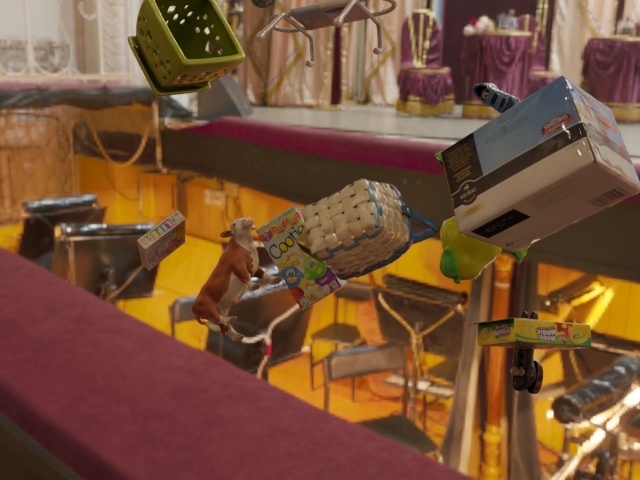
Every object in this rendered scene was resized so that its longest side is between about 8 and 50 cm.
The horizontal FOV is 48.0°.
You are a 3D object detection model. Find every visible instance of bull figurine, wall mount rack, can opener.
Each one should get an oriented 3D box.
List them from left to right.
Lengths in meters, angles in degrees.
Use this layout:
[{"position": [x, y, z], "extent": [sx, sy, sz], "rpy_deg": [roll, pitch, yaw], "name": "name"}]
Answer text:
[{"position": [-0.211, 0.096, 1.790], "extent": [0.101, 0.310, 0.188], "rpy_deg": [12, 23, -48], "name": "bull figurine"}, {"position": [0.006, -0.527, 1.780], "extent": [0.350, 0.130, 0.304], "rpy_deg": [-4, -5, 25], "name": "wall mount rack"}, {"position": [0.458, 0.247, 1.605], "extent": [0.059, 0.186, 0.073], "rpy_deg": [-12, -26, 40], "name": "can opener"}]

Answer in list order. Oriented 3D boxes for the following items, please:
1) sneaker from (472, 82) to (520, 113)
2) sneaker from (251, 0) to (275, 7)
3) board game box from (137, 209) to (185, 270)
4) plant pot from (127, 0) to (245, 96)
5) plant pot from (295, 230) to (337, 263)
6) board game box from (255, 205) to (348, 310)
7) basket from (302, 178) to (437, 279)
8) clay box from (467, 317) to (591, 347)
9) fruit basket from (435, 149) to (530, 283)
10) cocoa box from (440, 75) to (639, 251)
[{"position": [0.427, -0.344, 1.754], "extent": [0.059, 0.053, 0.144], "rpy_deg": [3, 28, -36], "name": "sneaker"}, {"position": [-0.171, -0.645, 1.787], "extent": [0.065, 0.076, 0.166], "rpy_deg": [-27, -29, 23], "name": "sneaker"}, {"position": [-0.331, 0.002, 1.507], "extent": [0.103, 0.026, 0.154], "rpy_deg": [-40, -7, -19], "name": "board game box"}, {"position": [-0.385, -0.528, 1.982], "extent": [0.227, 0.228, 0.207], "rpy_deg": [-21, -9, -45], "name": "plant pot"}, {"position": [0.000, 0.000, 1.809], "extent": [0.081, 0.083, 0.081], "rpy_deg": [30, -11, 21], "name": "plant pot"}, {"position": [-0.055, 0.051, 2.156], "extent": [0.144, 0.275, 0.142], "rpy_deg": [-32, -6, 9], "name": "board game box"}, {"position": [0.114, -0.021, 1.689], "extent": [0.255, 0.201, 0.289], "rpy_deg": [-25, -32, 22], "name": "basket"}, {"position": [0.428, 0.195, 1.484], "extent": [0.222, 0.053, 0.127], "rpy_deg": [6, -14, -21], "name": "clay box"}, {"position": [0.442, -0.065, 2.028], "extent": [0.392, 0.392, 0.283], "rpy_deg": [-6, 38, -28], "name": "fruit basket"}, {"position": [0.490, -0.161, 1.635], "extent": [0.231, 0.228, 0.347], "rpy_deg": [17, -36, -40], "name": "cocoa box"}]
